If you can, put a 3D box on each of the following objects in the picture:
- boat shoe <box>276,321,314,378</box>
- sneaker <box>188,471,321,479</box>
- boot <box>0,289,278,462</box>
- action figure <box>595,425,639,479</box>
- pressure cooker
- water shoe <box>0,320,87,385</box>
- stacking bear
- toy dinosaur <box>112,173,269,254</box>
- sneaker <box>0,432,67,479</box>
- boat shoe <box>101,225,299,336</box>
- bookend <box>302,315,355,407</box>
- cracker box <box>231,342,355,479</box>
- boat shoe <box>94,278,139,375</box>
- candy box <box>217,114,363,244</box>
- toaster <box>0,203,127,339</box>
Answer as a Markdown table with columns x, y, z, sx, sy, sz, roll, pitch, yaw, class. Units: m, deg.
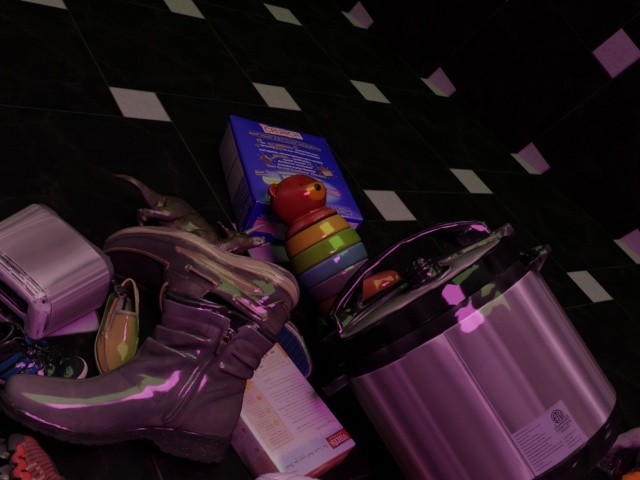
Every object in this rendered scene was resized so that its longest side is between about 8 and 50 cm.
| x | y | z | sx | sy | sz | roll | pitch | yaw | class |
| --- | --- | --- | --- | --- | --- | --- | --- | --- | --- |
| -0.061 | 0.178 | 1.197 | 0.183 | 0.066 | 0.066 | 51 | 12 | 32 | boat shoe |
| -0.101 | 0.394 | 0.853 | 0.269 | 0.101 | 0.153 | 3 | 45 | -16 | sneaker |
| -0.244 | 0.166 | 0.916 | 0.338 | 0.222 | 0.118 | 18 | 5 | -29 | boot |
| 0.699 | 0.503 | 1.305 | 0.341 | 0.178 | 0.330 | 32 | 43 | 4 | action figure |
| 0.229 | 0.182 | 1.075 | 0.370 | 0.376 | 0.420 | -29 | 85 | -49 | pressure cooker |
| -0.426 | 0.159 | 0.922 | 0.203 | 0.080 | 0.072 | 16 | 37 | -23 | water shoe |
| 0.000 | 0.000 | 1.314 | 0.175 | 0.164 | 0.289 | -24 | 84 | -40 | stacking bear |
| -0.270 | -0.022 | 1.280 | 0.314 | 0.121 | 0.160 | 28 | 21 | 3 | toy dinosaur |
| -0.297 | 0.343 | 0.775 | 0.135 | 0.097 | 0.276 | -9 | 53 | -44 | sneaker |
| -0.216 | 0.077 | 1.127 | 0.356 | 0.132 | 0.130 | 14 | 49 | 4 | boat shoe |
| 0.054 | 0.237 | 1.215 | 0.156 | 0.072 | 0.157 | 18 | 36 | -20 | bookend |
| -0.076 | 0.280 | 1.059 | 0.156 | 0.067 | 0.232 | -12 | 52 | -47 | cracker box |
| -0.317 | 0.137 | 1.044 | 0.068 | 0.072 | 0.190 | 12 | 38 | -27 | boat shoe |
| -0.080 | -0.133 | 1.539 | 0.268 | 0.122 | 0.317 | 9 | 41 | -28 | candy box |
| -0.430 | 0.055 | 1.014 | 0.227 | 0.129 | 0.146 | 38 | 38 | 10 | toaster |
